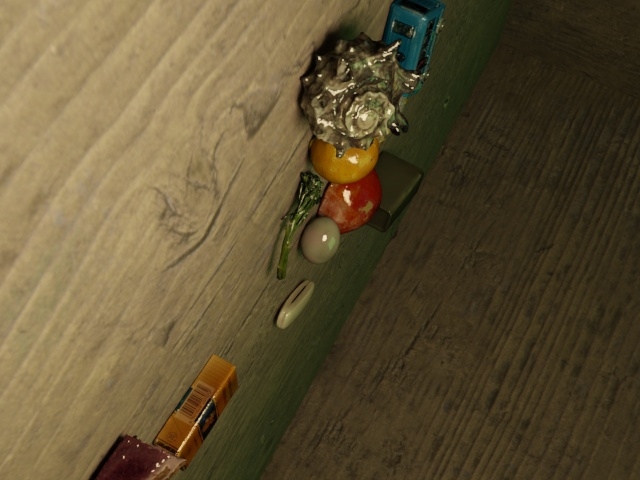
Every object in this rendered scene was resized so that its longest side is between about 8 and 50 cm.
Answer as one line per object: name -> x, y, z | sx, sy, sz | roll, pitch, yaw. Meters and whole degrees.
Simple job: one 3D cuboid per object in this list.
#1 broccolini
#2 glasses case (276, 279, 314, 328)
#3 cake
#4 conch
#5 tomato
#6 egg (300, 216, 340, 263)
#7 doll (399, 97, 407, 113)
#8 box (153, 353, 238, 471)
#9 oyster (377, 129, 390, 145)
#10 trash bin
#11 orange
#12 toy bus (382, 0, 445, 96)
broccolini -> -0.052, -0.035, 1.594 | 0.123, 0.062, 0.271 | -3, 115, -59
glasses case -> -0.073, 0.189, 2.005 | 0.204, 0.051, 0.081 | -47, 161, -53
cake -> -0.395, 0.470, 1.220 | 0.295, 0.113, 0.116 | -44, 160, -20
conch -> 0.080, -0.273, 1.317 | 0.313, 0.186, 0.240 | 0, 108, -68
tomato -> 0.093, -0.107, 1.868 | 0.200, 0.140, 0.233 | -43, 158, -42
egg -> 0.000, 0.000, 1.788 | 0.103, 0.103, 0.134 | -40, 152, -62
doll -> 0.218, -0.418, 1.915 | 0.094, 0.079, 0.180 | -139, -112, -69
box -> -0.279, 0.397, 1.544 | 0.237, 0.070, 0.152 | -55, 166, -28
oyster -> 0.149, -0.304, 1.837 | 0.191, 0.081, 0.163 | -14, 139, -51
trash bin -> 0.213, -0.158, 2.210 | 0.240, 0.164, 0.122 | -53, 164, -38
orange -> 0.053, -0.200, 1.481 | 0.154, 0.155, 0.134 | -55, 148, -35
toy bus -> 0.212, -0.474, 1.653 | 0.134, 0.114, 0.246 | -47, 158, -41
